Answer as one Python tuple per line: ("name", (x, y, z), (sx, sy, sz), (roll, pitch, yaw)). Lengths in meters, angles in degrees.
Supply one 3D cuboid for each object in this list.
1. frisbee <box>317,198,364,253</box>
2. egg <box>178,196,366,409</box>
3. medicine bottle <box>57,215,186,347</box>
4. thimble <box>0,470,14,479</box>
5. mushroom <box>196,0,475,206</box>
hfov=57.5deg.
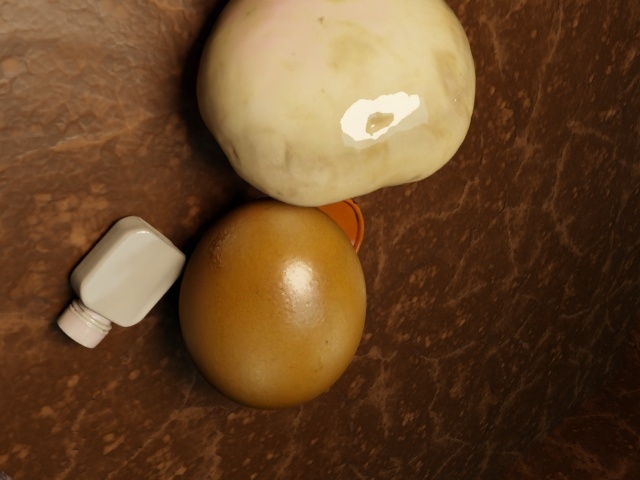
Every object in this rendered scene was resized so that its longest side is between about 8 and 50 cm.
("frisbee", (0.000, 0.000, 1.078), (0.192, 0.035, 0.192), (-21, 126, -32))
("egg", (-0.071, 0.097, 0.886), (0.283, 0.282, 0.351), (-25, 141, -30))
("medicine bottle", (-0.286, 0.062, 0.831), (0.183, 0.069, 0.119), (-51, 138, -7))
("thimble", (-0.489, 0.369, 0.776), (0.150, 0.150, 0.098), (-44, 137, -13))
("mushroom", (0.030, -0.185, 0.783), (0.353, 0.325, 0.353), (-23, 123, -39))
